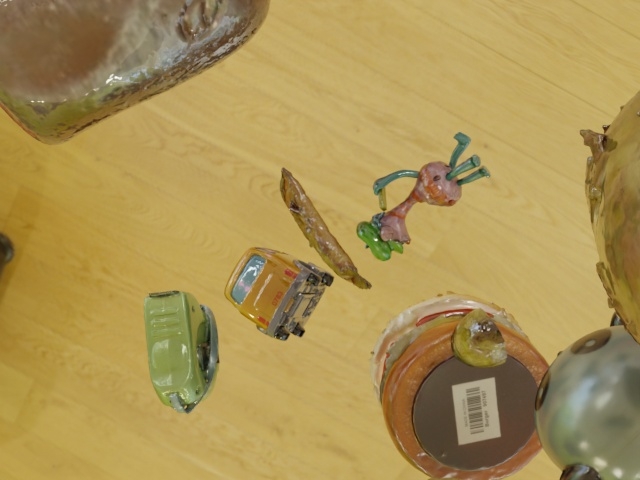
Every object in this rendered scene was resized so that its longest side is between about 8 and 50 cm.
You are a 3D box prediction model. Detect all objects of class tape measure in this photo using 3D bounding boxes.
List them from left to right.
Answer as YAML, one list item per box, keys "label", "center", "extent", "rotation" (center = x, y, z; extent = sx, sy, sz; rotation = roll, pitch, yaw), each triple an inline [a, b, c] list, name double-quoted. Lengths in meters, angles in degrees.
- label: "tape measure"
  center: [-0.225, 0.188, 1.368]
  extent: [0.106, 0.175, 0.200]
  rotation: [-10, 81, 10]

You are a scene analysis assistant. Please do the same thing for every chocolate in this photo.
- label: "chocolate"
  center: [-0.159, -0.169, 0.650]
  extent: [0.261, 0.083, 0.161]
  rotation: [-30, 133, 5]

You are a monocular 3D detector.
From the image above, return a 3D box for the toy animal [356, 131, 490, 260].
- label: "toy animal"
  center: [0.136, -0.066, 1.143]
  extent: [0.208, 0.100, 0.103]
  rotation: [-39, 102, 18]

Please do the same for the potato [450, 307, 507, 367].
- label: "potato"
  center: [0.238, 0.151, 1.247]
  extent: [0.066, 0.103, 0.096]
  rotation: [-30, 64, -5]

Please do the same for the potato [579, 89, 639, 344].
- label: "potato"
  center: [0.325, 0.019, 0.592]
  extent: [0.301, 0.237, 0.288]
  rotation: [37, 141, 0]

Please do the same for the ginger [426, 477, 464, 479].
- label: "ginger"
  center: [0.108, 0.214, 0.488]
  extent: [0.263, 0.116, 0.109]
  rotation: [5, 133, 32]

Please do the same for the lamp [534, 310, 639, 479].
- label: "lamp"
  center: [0.340, 0.180, 0.927]
  extent: [0.198, 0.244, 0.197]
  rotation: [3, 105, 12]

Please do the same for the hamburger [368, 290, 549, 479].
- label: "hamburger"
  center: [0.256, 0.268, 1.503]
  extent: [0.330, 0.250, 0.329]
  rotation: [-2, 106, -7]

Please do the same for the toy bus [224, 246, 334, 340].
- label: "toy bus"
  center: [-0.071, 0.078, 1.329]
  extent: [0.136, 0.209, 0.126]
  rotation: [30, 93, 13]

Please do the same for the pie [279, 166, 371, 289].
- label: "pie"
  center: [-0.001, -0.001, 1.041]
  extent: [0.033, 0.088, 0.191]
  rotation: [-33, 76, -10]
